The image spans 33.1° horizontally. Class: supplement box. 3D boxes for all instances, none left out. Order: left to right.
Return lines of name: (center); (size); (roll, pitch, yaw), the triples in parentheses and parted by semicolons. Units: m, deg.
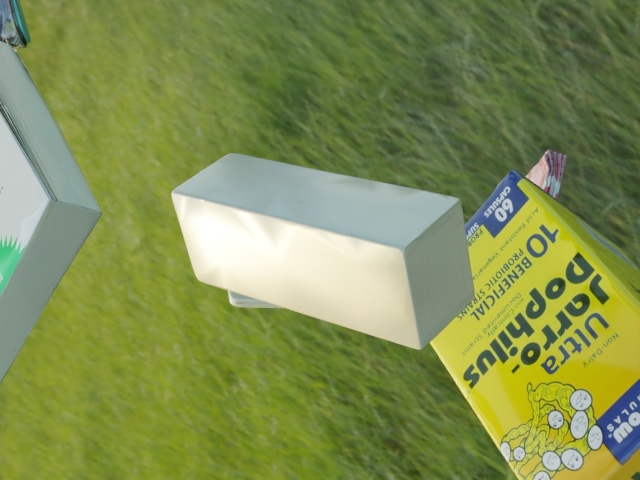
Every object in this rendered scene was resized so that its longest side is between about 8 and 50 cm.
supplement box: (0.266, 0.124, 1.083); (0.194, 0.195, 0.356); (-50, 37, 15)

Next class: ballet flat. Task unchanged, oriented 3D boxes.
ballet flat: (-0.230, -0.176, 0.761); (0.041, 0.041, 0.114); (-40, 47, 29)

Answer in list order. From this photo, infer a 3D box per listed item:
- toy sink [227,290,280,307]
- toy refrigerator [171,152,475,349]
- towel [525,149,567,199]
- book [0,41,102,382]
toy sink: (-0.082, -0.010, 1.787); (0.234, 0.152, 0.131); (-104, 19, -54)
toy refrigerator: (0.000, 0.000, 0.960); (0.269, 0.102, 0.094); (13, 39, 39)
towel: (0.297, 0.034, 1.742); (0.237, 0.037, 0.329); (128, 164, -59)
book: (-0.147, -0.016, 0.463); (0.096, 0.035, 0.144); (-56, 45, 18)
